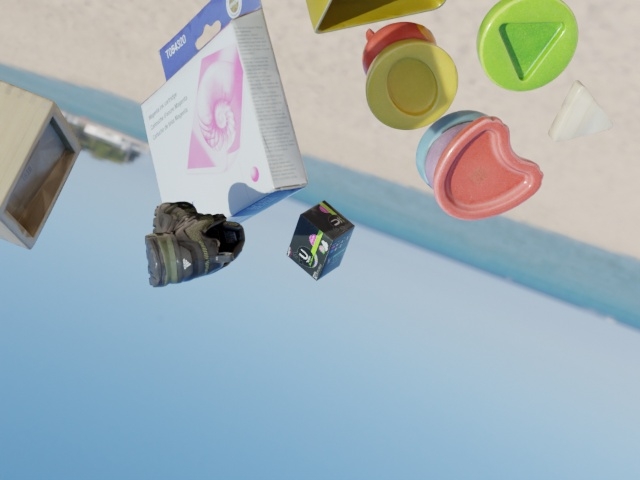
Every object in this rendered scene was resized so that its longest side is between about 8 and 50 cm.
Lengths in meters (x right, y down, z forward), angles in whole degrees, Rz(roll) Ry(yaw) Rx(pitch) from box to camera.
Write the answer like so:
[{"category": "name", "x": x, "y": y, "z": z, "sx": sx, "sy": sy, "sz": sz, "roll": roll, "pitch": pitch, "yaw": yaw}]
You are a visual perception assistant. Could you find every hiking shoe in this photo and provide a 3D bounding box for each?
[{"category": "hiking shoe", "x": -0.148, "y": 0.005, "z": 1.279, "sx": 0.114, "sy": 0.086, "sz": 0.227, "roll": -2, "pitch": -163, "yaw": -2}]

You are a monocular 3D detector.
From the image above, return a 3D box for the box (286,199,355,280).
[{"category": "box", "x": 0.000, "y": 0.000, "z": 1.425, "sx": 0.062, "sy": 0.083, "sz": 0.052, "roll": 40, "pitch": -133, "yaw": 20}]

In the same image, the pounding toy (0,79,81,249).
[{"category": "pounding toy", "x": -0.283, "y": -0.082, "z": 0.931, "sx": 0.100, "sy": 0.141, "sz": 0.130, "roll": 21, "pitch": 165, "yaw": 5}]

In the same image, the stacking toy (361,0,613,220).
[{"category": "stacking toy", "x": 0.217, "y": -0.202, "z": 1.411, "sx": 0.309, "sy": 0.279, "sz": 0.130, "roll": 55, "pitch": -172, "yaw": -34}]

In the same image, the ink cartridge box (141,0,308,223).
[{"category": "ink cartridge box", "x": -0.162, "y": -0.185, "z": 1.519, "sx": 0.071, "sy": 0.330, "sz": 0.324, "roll": -10, "pitch": 171, "yaw": -34}]

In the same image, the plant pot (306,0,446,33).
[{"category": "plant pot", "x": 0.076, "y": -0.431, "z": 1.410, "sx": 0.212, "sy": 0.187, "sz": 0.212, "roll": -16, "pitch": 162, "yaw": -23}]
